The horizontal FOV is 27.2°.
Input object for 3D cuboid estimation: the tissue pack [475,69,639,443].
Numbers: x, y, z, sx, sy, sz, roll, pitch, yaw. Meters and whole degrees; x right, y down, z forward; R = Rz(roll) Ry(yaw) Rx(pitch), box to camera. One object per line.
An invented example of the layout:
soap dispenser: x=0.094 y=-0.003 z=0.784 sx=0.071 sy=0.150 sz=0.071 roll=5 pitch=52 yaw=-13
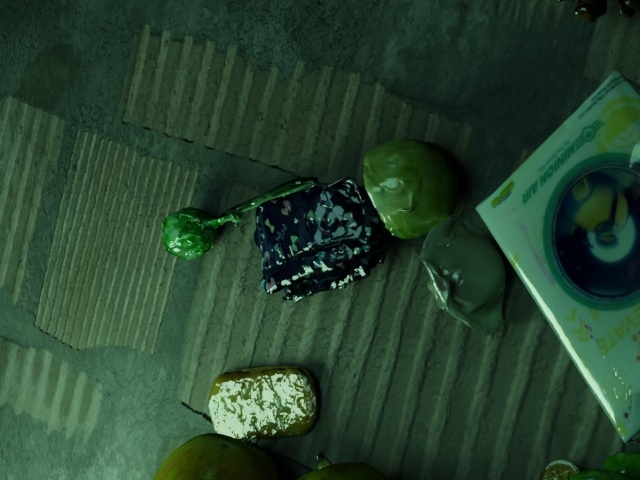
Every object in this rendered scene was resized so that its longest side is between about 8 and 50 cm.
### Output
tissue pack: x=0.408 y=0.021 z=1.680 sx=0.287 sy=0.162 sz=0.388 roll=-48 pitch=56 yaw=31

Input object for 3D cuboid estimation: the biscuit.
biscuit: x=-0.097 y=0.269 z=2.196 sx=0.247 sy=0.029 sz=0.118 roll=-9 pitch=86 yaw=41

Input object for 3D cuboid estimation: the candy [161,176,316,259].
candy: x=-0.139 y=-0.049 z=2.244 sx=0.323 sy=0.097 sz=0.097 roll=-23 pitch=71 yaw=31

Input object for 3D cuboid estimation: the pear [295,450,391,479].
pear: x=0.045 y=0.463 z=1.897 sx=0.287 sy=0.287 sz=0.375 roll=-45 pitch=44 yaw=29

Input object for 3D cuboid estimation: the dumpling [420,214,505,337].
dumpling: x=0.197 y=0.052 z=1.888 sx=0.108 sy=0.127 sz=0.188 roll=-30 pitch=69 yaw=50

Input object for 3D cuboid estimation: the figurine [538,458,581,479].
figurine: x=0.332 y=0.415 z=1.718 sx=0.143 sy=0.143 sz=0.271 roll=-28 pitch=66 yaw=37

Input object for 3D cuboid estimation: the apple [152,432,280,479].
apple: x=-0.159 y=0.430 z=2.133 sx=0.246 sy=0.246 sz=0.226 roll=7 pitch=71 yaw=42

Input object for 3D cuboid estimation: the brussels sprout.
brussels sprout: x=0.141 y=-0.086 z=1.946 sx=0.122 sy=0.149 sz=0.151 roll=-24 pitch=85 yaw=21

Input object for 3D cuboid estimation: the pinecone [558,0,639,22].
pinecone: x=0.395 y=-0.425 z=1.694 sx=0.244 sy=0.244 sz=0.309 roll=35 pitch=127 yaw=39

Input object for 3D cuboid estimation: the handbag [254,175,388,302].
handbag: x=0.000 y=0.000 z=2.082 sx=0.260 sy=0.113 sz=0.162 roll=-20 pitch=68 yaw=40

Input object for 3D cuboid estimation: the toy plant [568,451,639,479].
toy plant: x=0.427 y=0.373 z=1.597 sx=0.316 sy=0.224 sz=0.184 roll=23 pitch=133 yaw=41
